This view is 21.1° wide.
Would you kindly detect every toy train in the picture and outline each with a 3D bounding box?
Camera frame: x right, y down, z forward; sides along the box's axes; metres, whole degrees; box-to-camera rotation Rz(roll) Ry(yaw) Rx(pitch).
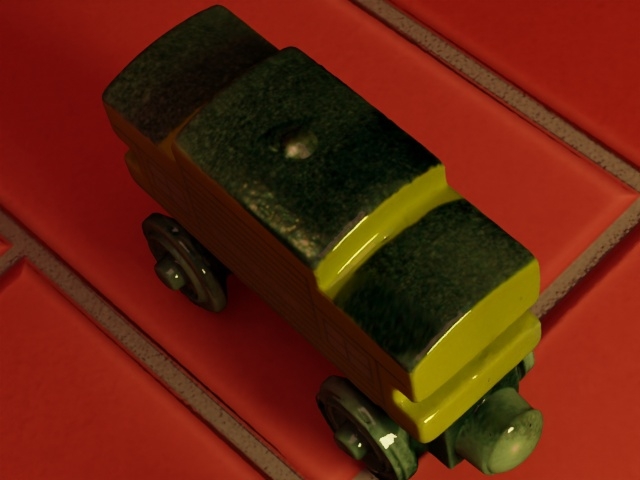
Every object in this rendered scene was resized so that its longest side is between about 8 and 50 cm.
[{"bbox_3d":[0.000,0.000,1.355,0.179,0.272,0.442,-39,59,-17],"label":"toy train"}]
